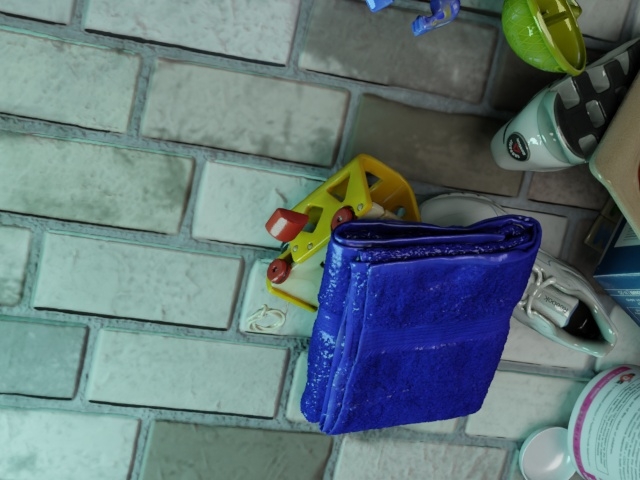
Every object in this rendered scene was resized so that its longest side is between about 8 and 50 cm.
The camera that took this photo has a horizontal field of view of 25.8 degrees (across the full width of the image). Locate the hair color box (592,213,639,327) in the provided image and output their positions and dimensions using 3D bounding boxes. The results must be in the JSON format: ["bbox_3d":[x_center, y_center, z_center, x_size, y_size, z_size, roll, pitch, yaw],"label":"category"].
[{"bbox_3d":[0.490,0.081,1.672,0.347,0.105,0.174,44,64,-25],"label":"hair color box"}]

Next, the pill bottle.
[{"bbox_3d":[0.439,0.256,1.636,0.160,0.283,0.160,-8,105,-31],"label":"pill bottle"}]

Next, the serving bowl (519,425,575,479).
[{"bbox_3d":[0.281,0.265,1.737,0.083,0.027,0.083,-6,108,-19],"label":"serving bowl"}]

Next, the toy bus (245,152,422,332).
[{"bbox_3d":[0.012,-0.004,1.509,0.202,0.104,0.191,-6,140,-5],"label":"toy bus"}]

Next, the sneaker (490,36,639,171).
[{"bbox_3d":[0.321,-0.153,1.584,0.330,0.146,0.122,-18,89,-38],"label":"sneaker"}]

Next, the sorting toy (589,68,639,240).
[{"bbox_3d":[0.422,-0.109,1.539,0.229,0.041,0.307,48,59,-27],"label":"sorting toy"}]

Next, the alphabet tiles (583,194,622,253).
[{"bbox_3d":[0.459,-0.032,1.719,0.237,0.009,0.198,28,95,-25],"label":"alphabet tiles"}]

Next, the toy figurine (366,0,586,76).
[{"bbox_3d":[0.108,-0.307,1.463,0.217,0.191,0.362,-24,115,19],"label":"toy figurine"}]

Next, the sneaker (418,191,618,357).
[{"bbox_3d":[0.228,0.039,1.591,0.297,0.129,0.111,27,98,-24],"label":"sneaker"}]

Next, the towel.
[{"bbox_3d":[0.104,0.101,1.510,0.228,0.076,0.308,-2,138,-12],"label":"towel"}]
